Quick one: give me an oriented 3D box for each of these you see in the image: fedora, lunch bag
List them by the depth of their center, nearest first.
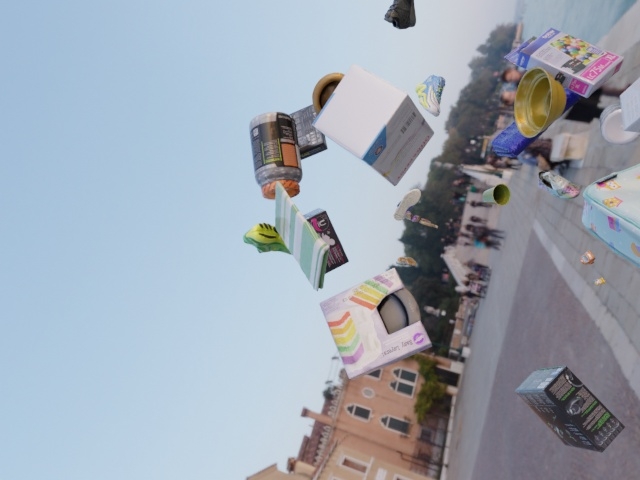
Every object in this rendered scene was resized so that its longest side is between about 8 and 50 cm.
[{"bbox_3d":[0.671,-0.053,0.895,0.279,0.224,0.108,-113,-1,-55],"label":"lunch bag"},{"bbox_3d":[0.062,-0.578,1.877,0.079,0.194,0.194,-56,-26,-65],"label":"fedora"}]

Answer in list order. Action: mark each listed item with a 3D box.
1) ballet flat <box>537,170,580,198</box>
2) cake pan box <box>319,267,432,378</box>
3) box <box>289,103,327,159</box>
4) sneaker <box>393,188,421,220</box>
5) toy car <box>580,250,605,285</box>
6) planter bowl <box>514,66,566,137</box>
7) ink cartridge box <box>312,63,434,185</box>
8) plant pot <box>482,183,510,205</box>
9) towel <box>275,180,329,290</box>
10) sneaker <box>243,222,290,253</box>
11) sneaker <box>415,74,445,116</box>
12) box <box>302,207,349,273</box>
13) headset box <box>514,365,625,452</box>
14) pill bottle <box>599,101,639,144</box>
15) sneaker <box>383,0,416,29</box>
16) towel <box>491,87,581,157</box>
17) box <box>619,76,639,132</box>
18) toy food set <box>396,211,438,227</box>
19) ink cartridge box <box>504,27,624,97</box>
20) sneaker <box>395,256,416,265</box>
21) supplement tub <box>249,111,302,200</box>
[{"bbox_3d":[0.901,-0.221,1.787,0.079,0.077,0.221,53,-173,-21],"label":"ballet flat"},{"bbox_3d":[0.161,0.241,1.356,0.070,0.266,0.246,47,-160,-67],"label":"cake pan box"},{"bbox_3d":[-0.077,-0.469,2.038,0.059,0.183,0.233,47,-152,-57],"label":"box"},{"bbox_3d":[0.350,-0.152,1.860,0.152,0.058,0.084,-58,-4,29],"label":"sneaker"},{"bbox_3d":[0.930,0.098,1.590,0.122,0.040,0.060,67,-170,15],"label":"toy car"},{"bbox_3d":[0.717,-0.442,1.489,0.217,0.090,0.217,177,90,-84],"label":"planter bowl"},{"bbox_3d":[0.156,-0.312,1.306,0.198,0.197,0.270,-54,-28,9],"label":"ink cartridge box"},{"bbox_3d":[0.657,-0.169,1.754,0.079,0.083,0.083,178,108,-72],"label":"plant pot"},{"bbox_3d":[-0.071,-0.013,1.598,0.038,0.325,0.248,-21,-34,-22],"label":"towel"},{"bbox_3d":[-0.202,-0.003,1.915,0.295,0.123,0.109,23,-125,-53],"label":"sneaker"},{"bbox_3d":[0.484,-0.636,1.992,0.126,0.091,0.240,-47,37,31],"label":"sneaker"},{"bbox_3d":[0.000,0.000,2.000,0.247,0.142,0.163,66,174,-12],"label":"box"},{"bbox_3d":[0.894,0.612,1.680,0.131,0.283,0.246,-38,-15,-12],"label":"headset box"},{"bbox_3d":[1.122,-0.447,1.745,0.245,0.130,0.130,-40,-40,-54],"label":"pill bottle"},{"bbox_3d":[0.338,-1.038,2.030,0.087,0.130,0.228,-125,17,-56],"label":"sneaker"},{"bbox_3d":[0.797,-0.447,1.756,0.308,0.076,0.228,-45,6,10],"label":"towel"},{"bbox_3d":[0.976,-0.413,1.358,0.170,0.091,0.130,98,179,-73],"label":"box"},{"bbox_3d":[0.301,-0.070,1.450,0.078,0.122,0.019,-133,59,-65],"label":"toy food set"},{"bbox_3d":[0.788,-0.596,1.520,0.185,0.311,0.065,-39,-32,-20],"label":"ink cartridge box"},{"bbox_3d":[0.341,0.087,1.863,0.037,0.083,0.032,122,156,-52],"label":"sneaker"},{"bbox_3d":[-0.176,-0.332,1.856,0.193,0.193,0.316,36,-135,-72],"label":"supplement tub"}]
